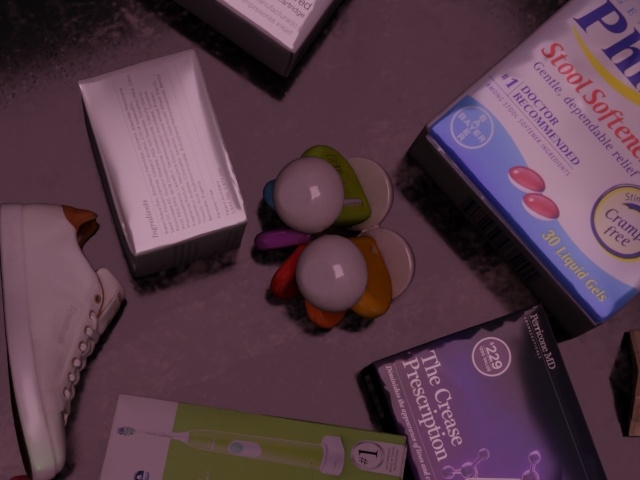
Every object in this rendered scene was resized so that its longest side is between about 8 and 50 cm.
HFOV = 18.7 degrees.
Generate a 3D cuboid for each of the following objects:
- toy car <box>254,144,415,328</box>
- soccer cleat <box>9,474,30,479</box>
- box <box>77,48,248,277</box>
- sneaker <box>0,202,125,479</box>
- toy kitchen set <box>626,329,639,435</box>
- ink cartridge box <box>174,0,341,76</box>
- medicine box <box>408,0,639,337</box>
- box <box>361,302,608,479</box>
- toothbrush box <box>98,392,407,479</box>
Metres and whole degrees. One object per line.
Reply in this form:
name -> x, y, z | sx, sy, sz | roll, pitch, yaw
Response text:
toy car -> 0.000, 0.000, 1.939 | 0.136, 0.159, 0.182 | -20, 83, 30
soccer cleat -> -0.306, 0.382, 1.880 | 0.109, 0.116, 0.318 | 13, 98, -25
box -> -0.155, -0.072, 1.902 | 0.119, 0.181, 0.182 | -17, 84, -7
sneaker -> -0.247, 0.091, 1.889 | 0.123, 0.106, 0.290 | -2, 66, -10
toy kitchen set -> 0.349, 0.147, 1.989 | 0.068, 0.075, 0.083 | 2, 122, -1
ink cartridge box -> -0.035, -0.349, 1.980 | 0.211, 0.121, 0.289 | 34, 80, 0
medicine box -> 0.284, -0.095, 1.958 | 0.289, 0.149, 0.263 | -41, 87, -8
box -> 0.174, 0.216, 1.932 | 0.184, 0.103, 0.261 | -19, 84, -10
toothbrush box -> -0.072, 0.279, 1.846 | 0.283, 0.122, 0.206 | 8, 58, 1
